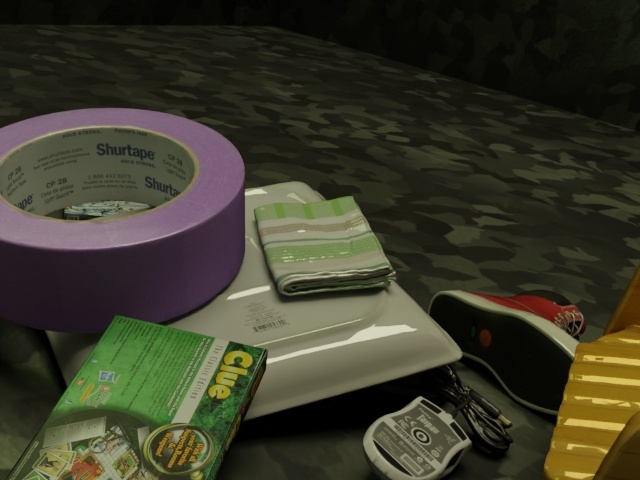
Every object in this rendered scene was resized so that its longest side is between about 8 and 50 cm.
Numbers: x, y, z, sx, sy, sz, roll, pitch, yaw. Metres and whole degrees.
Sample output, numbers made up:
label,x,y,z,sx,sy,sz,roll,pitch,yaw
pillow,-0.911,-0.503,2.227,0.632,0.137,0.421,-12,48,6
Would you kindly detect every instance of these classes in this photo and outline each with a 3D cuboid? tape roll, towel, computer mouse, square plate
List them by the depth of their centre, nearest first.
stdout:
label,x,y,z,sx,sy,sz,roll,pitch,yaw
computer mouse,0.090,0.169,0.936,0.106,0.042,0.193,43,31,20
tape roll,-0.208,-0.028,1.026,0.274,0.090,0.275,1,32,-1
square plate,-0.093,0.043,1.049,0.347,0.049,0.344,-12,34,-22
towel,0.000,0.000,1.054,0.113,0.023,0.152,-5,32,-12

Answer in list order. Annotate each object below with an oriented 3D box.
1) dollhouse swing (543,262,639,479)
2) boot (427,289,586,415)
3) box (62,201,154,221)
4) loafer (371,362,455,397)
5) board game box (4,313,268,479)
label,x,y,z,sx,sy,sz,roll,pitch,yaw
dollhouse swing,0.341,0.027,0.812,0.315,0.305,0.347,4,24,19
boot,0.253,0.108,1.151,0.176,0.088,0.244,0,17,-31
box,-0.260,-0.034,1.393,0.137,0.027,0.094,5,20,-15
loafer,0.019,0.079,1.103,0.267,0.084,0.096,19,20,31
board game box,-0.138,0.152,0.801,0.136,0.030,0.260,11,34,10
